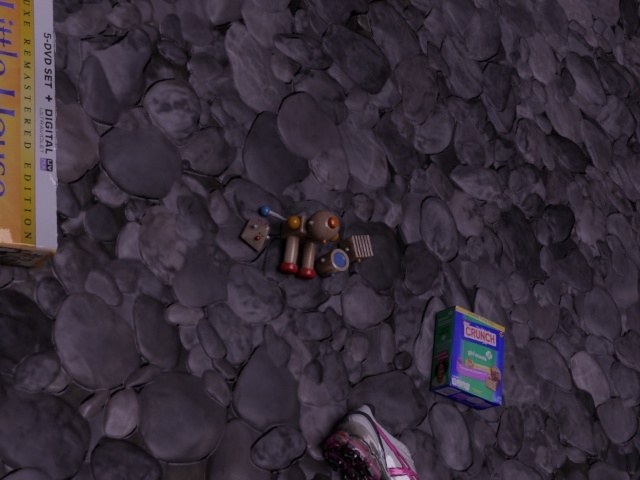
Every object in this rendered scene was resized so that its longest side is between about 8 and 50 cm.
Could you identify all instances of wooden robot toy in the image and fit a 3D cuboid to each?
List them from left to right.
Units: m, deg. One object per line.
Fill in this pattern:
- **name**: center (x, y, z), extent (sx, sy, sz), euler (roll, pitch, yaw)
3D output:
- **wooden robot toy**: center (0.000, 0.000, 1.177), extent (0.173, 0.079, 0.076), euler (17, 63, -34)

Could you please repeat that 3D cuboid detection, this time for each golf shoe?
- **golf shoe**: center (0.087, 0.267, 1.156), extent (0.186, 0.067, 0.086), euler (53, 47, -10)

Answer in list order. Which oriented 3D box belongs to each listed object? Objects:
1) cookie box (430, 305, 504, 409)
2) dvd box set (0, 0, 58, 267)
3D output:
- **cookie box**: center (0.187, 0.148, 1.301), extent (0.092, 0.040, 0.107), euler (24, 59, -30)
- **dvd box set**: center (-0.434, -0.146, 0.885), extent (0.420, 0.062, 0.308), euler (9, 69, -37)
